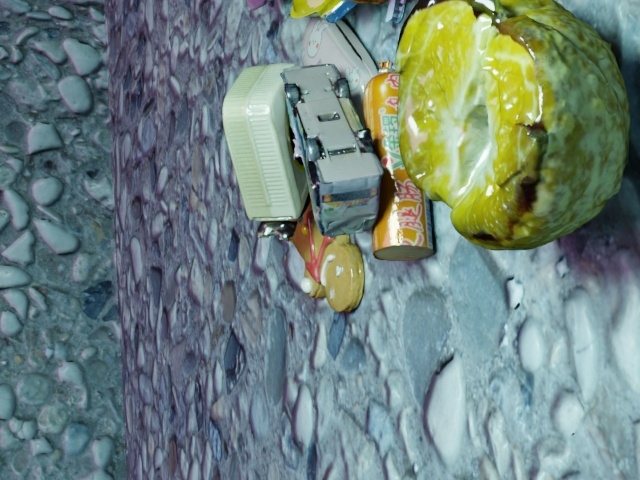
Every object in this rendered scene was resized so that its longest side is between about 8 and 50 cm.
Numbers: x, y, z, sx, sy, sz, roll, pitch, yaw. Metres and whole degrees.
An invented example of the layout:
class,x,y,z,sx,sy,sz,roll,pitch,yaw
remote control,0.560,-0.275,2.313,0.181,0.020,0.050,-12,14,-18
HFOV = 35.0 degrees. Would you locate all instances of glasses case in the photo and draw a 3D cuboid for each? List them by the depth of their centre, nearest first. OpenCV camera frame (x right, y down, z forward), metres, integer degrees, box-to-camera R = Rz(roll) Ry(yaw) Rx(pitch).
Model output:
class,x,y,z,sx,sy,sz,roll,pitch,yaw
glasses case,0.032,-0.297,1.761,0.297,0.075,0.113,-118,38,-48

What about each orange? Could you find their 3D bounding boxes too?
class,x,y,z,sx,sy,sz,roll,pitch,yaw
orange,0.223,-0.139,1.141,0.369,0.210,0.271,-122,39,-50

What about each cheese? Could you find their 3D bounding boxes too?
class,x,y,z,sx,sy,sz,roll,pitch,yaw
cheese,0.020,-0.434,1.741,0.177,0.069,0.270,-40,27,9

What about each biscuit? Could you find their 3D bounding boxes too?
class,x,y,z,sx,sy,sz,roll,pitch,yaw
biscuit,0.000,0.000,1.836,0.340,0.047,0.216,-113,34,-46

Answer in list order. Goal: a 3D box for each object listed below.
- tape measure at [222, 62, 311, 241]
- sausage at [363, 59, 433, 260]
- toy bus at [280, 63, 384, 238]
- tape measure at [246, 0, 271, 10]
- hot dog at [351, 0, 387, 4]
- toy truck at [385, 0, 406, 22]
class,x,y,z,sx,sy,sz,roll,pitch,yaw
tape measure,-0.082,-0.171,1.794,0.231,0.133,0.271,-67,-32,-53
sausage,0.114,-0.129,1.536,0.093,0.093,0.312,148,122,-62
toy bus,0.012,-0.146,1.557,0.317,0.112,0.138,-105,10,-49
tape measure,-0.126,-0.587,1.991,0.231,0.149,0.245,53,157,-20
hot dog,0.079,-0.549,1.498,0.174,0.267,0.387,-17,-65,-77
toy truck,0.110,-0.423,1.625,0.074,0.063,0.136,30,117,40
